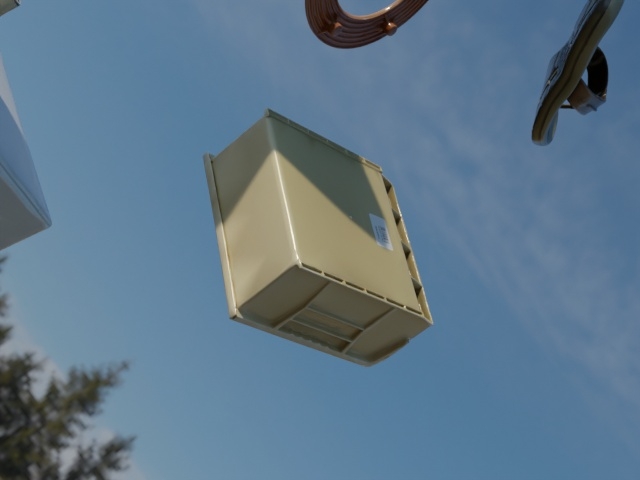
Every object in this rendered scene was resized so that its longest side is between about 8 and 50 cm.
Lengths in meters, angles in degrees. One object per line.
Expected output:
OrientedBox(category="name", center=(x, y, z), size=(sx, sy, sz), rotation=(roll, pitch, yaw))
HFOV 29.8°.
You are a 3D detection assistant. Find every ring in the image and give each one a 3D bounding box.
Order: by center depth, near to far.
OrientedBox(category="ring", center=(0.115, -0.433, 1.860), size=(0.032, 0.336, 0.336), rotation=(47, -22, 26))

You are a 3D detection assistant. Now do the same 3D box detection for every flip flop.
OrientedBox(category="flip flop", center=(0.331, -0.207, 1.507), size=(0.080, 0.112, 0.277), rotation=(20, -35, 0))

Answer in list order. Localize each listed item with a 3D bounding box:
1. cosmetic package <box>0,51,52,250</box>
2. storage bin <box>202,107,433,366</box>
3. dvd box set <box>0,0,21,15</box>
OrientedBox(category="cosmetic package", center=(-0.560, -0.131, 1.287), size=(0.327, 0.393, 0.329), rotation=(66, -1, -55))
OrientedBox(category="storage bin", center=(0.000, 0.000, 1.561), size=(0.260, 0.123, 0.262), rotation=(24, 39, -39))
OrientedBox(category="dvd box set", center=(-0.679, -0.346, 1.670), size=(0.308, 0.420, 0.062), rotation=(57, -2, -18))
